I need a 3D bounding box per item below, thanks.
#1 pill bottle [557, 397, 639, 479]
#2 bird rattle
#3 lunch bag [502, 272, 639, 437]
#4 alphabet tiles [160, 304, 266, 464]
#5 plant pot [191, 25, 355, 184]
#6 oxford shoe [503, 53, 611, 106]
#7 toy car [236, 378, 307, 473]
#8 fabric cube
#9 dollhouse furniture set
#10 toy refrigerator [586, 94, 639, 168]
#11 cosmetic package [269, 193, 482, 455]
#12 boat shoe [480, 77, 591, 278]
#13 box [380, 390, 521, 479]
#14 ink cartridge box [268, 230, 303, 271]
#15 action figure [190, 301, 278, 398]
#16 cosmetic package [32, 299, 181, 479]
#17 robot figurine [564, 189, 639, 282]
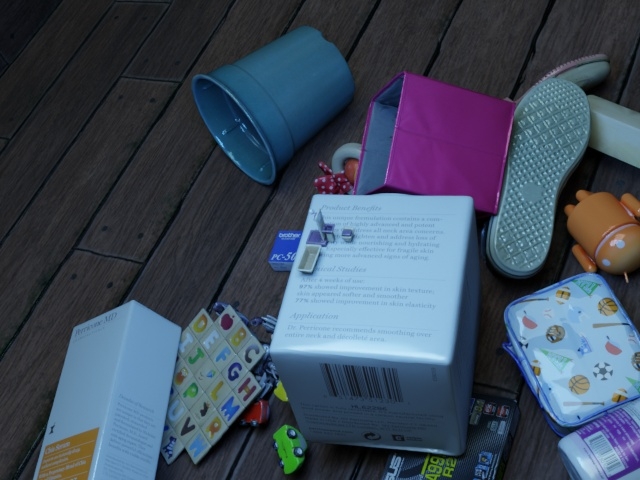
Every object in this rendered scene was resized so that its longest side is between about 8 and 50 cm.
[{"bbox_3d":[0.590,0.362,1.533,0.301,0.169,0.169,-27,48,1],"label":"pill bottle"},{"bbox_3d":[0.098,-0.155,2.136,0.253,0.207,0.143,34,54,29],"label":"bird rattle"},{"bbox_3d":[0.499,0.221,1.706,0.243,0.115,0.303,-25,55,6],"label":"lunch bag"},{"bbox_3d":[-0.271,0.322,1.962,0.342,0.011,0.285,-50,49,8],"label":"alphabet tiles"},{"bbox_3d":[-0.110,-0.382,2.327,0.334,0.341,0.341,-39,49,-19],"label":"plant pot"},{"bbox_3d":[0.554,-0.310,2.119,0.397,0.140,0.146,-32,72,-1],"label":"oxford shoe"},{"bbox_3d":[-0.077,0.386,1.837,0.239,0.053,0.225,-45,50,31],"label":"toy car"},{"bbox_3d":[0.243,-0.194,1.923,0.258,0.254,0.259,13,82,-12],"label":"fabric cube"},{"bbox_3d":[0.000,0.000,1.593,0.091,0.081,0.114,4,49,20],"label":"dollhouse furniture set"},{"bbox_3d":[0.694,-0.239,1.988,0.102,0.094,0.269,-20,39,-38],"label":"toy refrigerator"},{"bbox_3d":[0.130,0.156,1.696,0.329,0.327,0.393,2,49,17],"label":"cosmetic package"},{"bbox_3d":[0.468,-0.137,1.939,0.187,0.156,0.500,19,72,1],"label":"boat shoe"},{"bbox_3d":[0.251,0.421,1.704,0.216,0.060,0.270,9,58,28],"label":"box"},{"bbox_3d":[-0.017,0.027,2.134,0.207,0.046,0.097,0,54,24],"label":"ink cartridge box"},{"bbox_3d":[-0.170,0.244,1.990,0.285,0.099,0.185,29,84,44],"label":"action figure"},{"bbox_3d":[-0.471,0.386,1.932,0.230,0.161,0.453,-25,44,32],"label":"cosmetic package"},{"bbox_3d":[0.611,-0.017,1.843,0.158,0.128,0.219,-29,49,0],"label":"robot figurine"}]
